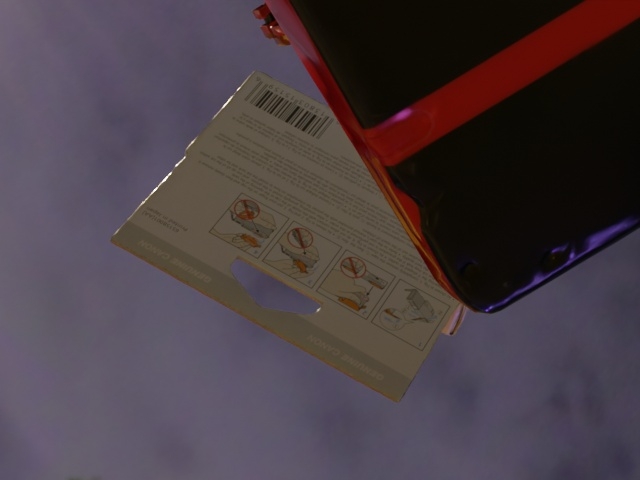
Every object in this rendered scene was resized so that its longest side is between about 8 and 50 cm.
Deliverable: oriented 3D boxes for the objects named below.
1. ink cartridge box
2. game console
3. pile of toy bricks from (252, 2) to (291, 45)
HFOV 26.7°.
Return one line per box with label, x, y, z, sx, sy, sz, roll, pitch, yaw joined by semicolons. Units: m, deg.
ink cartridge box;0.000;0.000;1.140;0.275;0.239;0.060;28;-35;11
game console;0.173;-0.162;0.684;0.386;0.060;0.342;-31;-48;4
pile of toy bricks;0.039;-0.243;1.433;0.118;0.212;0.105;9;-49;60
